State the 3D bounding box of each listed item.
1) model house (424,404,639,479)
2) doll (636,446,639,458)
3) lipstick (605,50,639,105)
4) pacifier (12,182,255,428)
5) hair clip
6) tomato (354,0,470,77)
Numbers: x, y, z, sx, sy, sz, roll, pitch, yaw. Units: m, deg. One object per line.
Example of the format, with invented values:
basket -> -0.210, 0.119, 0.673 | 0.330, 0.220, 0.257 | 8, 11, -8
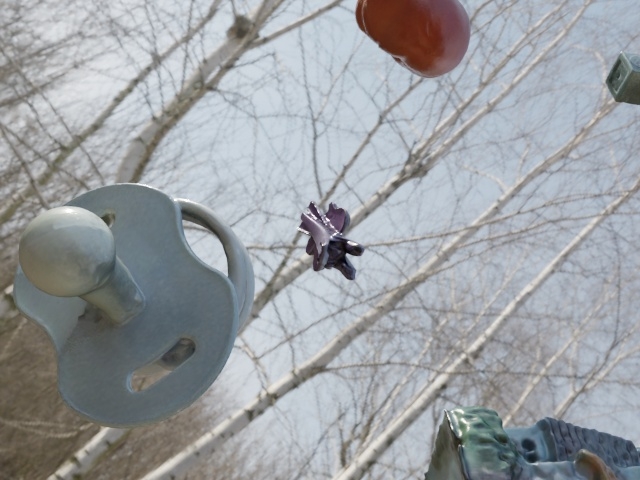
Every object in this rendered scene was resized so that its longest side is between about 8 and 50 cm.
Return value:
model house -> 0.335, 0.411, 0.859 | 0.297, 0.339, 0.360 | 92, -5, -47
doll -> 0.815, 0.545, 1.690 | 0.083, 0.076, 0.050 | 11, -79, 34
lipstick -> 0.668, -0.266, 1.187 | 0.317, 0.066, 0.068 | 6, -45, -7
pacifier -> -0.213, 0.034, 0.701 | 0.299, 0.244, 0.233 | 51, -4, 25
hair clip -> 0.014, 0.005, 1.303 | 0.278, 0.090, 0.137 | -114, -137, -70
tomato -> 0.200, -0.466, 1.449 | 0.260, 0.260, 0.180 | 40, -73, 20
